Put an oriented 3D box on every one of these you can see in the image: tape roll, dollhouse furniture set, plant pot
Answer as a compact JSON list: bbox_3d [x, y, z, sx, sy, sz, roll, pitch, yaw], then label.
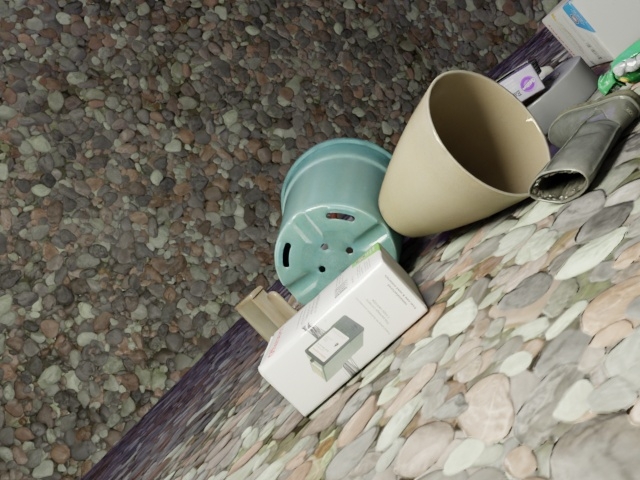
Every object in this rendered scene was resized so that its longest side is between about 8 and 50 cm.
[{"bbox_3d":[0.514,-0.312,1.357,0.219,0.072,0.219,-42,4,4],"label":"tape roll"},{"bbox_3d":[-0.045,0.115,1.673,0.355,0.174,0.303,-47,6,-37],"label":"dollhouse furniture set"},{"bbox_3d":[0.227,-0.124,1.110,0.256,0.256,0.274,-47,1,-38],"label":"plant pot"},{"bbox_3d":[0.049,-0.021,1.354,0.341,0.341,0.334,-42,14,22],"label":"plant pot"}]

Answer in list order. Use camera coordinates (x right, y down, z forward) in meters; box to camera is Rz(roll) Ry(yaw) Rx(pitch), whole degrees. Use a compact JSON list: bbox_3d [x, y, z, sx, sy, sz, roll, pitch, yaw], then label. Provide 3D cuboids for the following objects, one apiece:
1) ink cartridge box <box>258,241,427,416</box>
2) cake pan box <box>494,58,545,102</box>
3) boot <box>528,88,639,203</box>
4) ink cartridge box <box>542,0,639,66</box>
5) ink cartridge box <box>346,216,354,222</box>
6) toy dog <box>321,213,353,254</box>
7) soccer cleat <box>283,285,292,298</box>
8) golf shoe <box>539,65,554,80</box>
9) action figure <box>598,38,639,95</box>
[{"bbox_3d":[0.038,0.144,1.043,0.273,0.115,0.198,-43,4,9],"label":"ink cartridge box"},{"bbox_3d":[0.390,-0.320,1.396,0.266,0.070,0.246,-31,9,25],"label":"cake pan box"},{"bbox_3d":[0.385,-0.132,0.930,0.208,0.076,0.189,-53,6,-22],"label":"boot"},{"bbox_3d":[0.667,-0.534,1.416,0.168,0.171,0.233,-42,5,11],"label":"ink cartridge box"},{"bbox_3d":[0.077,0.013,1.938,0.150,0.109,0.063,-40,2,32],"label":"ink cartridge box"},{"bbox_3d":[0.000,0.000,1.740,0.220,0.161,0.333,-8,1,11],"label":"toy dog"},{"bbox_3d":[-0.050,0.092,1.957,0.143,0.116,0.331,-27,-15,-14],"label":"soccer cleat"},{"bbox_3d":[0.614,-0.423,1.669,0.176,0.069,0.086,-48,26,-18],"label":"golf shoe"},{"bbox_3d":[0.507,-0.271,0.861,0.137,0.064,0.232,1,-15,-35],"label":"action figure"}]
